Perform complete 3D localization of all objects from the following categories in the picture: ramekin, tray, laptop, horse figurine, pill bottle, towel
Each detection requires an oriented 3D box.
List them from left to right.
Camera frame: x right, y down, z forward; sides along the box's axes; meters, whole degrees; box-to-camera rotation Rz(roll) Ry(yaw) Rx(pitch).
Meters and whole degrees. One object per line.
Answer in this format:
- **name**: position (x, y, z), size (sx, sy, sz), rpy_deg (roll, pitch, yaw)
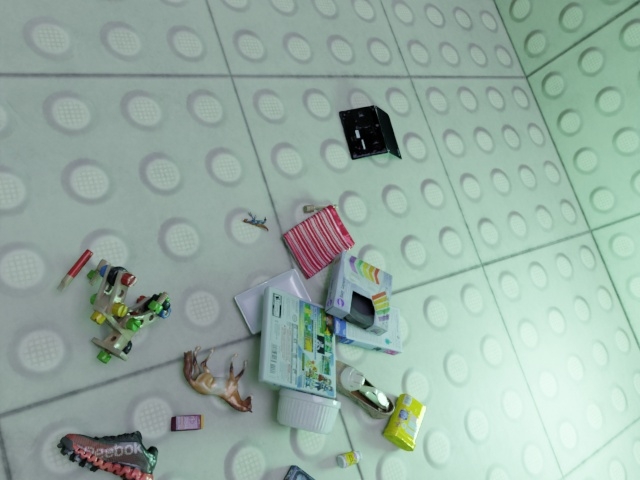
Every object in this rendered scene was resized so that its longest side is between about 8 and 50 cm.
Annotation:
- **horse figurine**: position (-0.325, 0.431, 1.696), size (0.263, 0.066, 0.174), rpy_deg (24, 55, -26)
- **tray**: position (-0.167, 0.212, 1.901), size (0.270, 0.030, 0.145), rpy_deg (-24, 85, -36)
- **ramekin**: position (-0.044, 0.555, 1.746), size (0.207, 0.207, 0.109), rpy_deg (21, 70, -24)
- **towel**: position (0.000, 0.000, 2.074), size (0.275, 0.031, 0.198), rpy_deg (-35, 98, -36)
- **pill bottle**: position (0.102, 0.751, 1.857), size (0.083, 0.043, 0.043), rpy_deg (-5, 75, -34)
- **laptop**: position (0.228, -0.469, 2.423), size (0.264, 0.136, 0.234), rpy_deg (-13, 78, -9)

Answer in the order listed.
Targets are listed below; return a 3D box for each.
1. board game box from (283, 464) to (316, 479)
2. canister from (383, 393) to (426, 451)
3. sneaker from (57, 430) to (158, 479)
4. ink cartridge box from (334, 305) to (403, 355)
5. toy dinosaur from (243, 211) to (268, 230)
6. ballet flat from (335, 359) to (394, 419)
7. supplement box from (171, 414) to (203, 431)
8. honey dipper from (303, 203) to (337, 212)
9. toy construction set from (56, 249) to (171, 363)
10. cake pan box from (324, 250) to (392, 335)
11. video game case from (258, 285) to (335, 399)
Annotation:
- **board game box**: position (-0.083, 0.863, 1.698), size (0.165, 0.042, 0.243), rpy_deg (42, 55, -12)
- **canister**: position (0.318, 0.674, 2.007), size (0.126, 0.073, 0.170), rpy_deg (40, 54, -14)
- **sneaker**: position (-0.564, 0.570, 1.470), size (0.276, 0.098, 0.135), rpy_deg (33, 58, -21)
- **ink cartridge box**: position (0.170, 0.314, 2.045), size (0.311, 0.065, 0.185), rpy_deg (20, 53, -28)
- **toy dinosaur**: position (-0.236, -0.065, 1.958), size (0.082, 0.047, 0.090), rpy_deg (-19, 93, -18)
- **ballet flat**: position (0.146, 0.524, 1.933), size (0.316, 0.106, 0.107), rpy_deg (39, 56, -14)
- **supplement box**: position (-0.398, 0.545, 1.612), size (0.083, 0.055, 0.043), rpy_deg (8, 67, -31)
- **honey dipper**: position (0.004, -0.132, 2.143), size (0.161, 0.030, 0.030), rpy_deg (-9, 77, -37)
- **toy construction set**: position (-0.607, 0.201, 1.531), size (0.309, 0.257, 0.237), rpy_deg (31, 69, 5)
- **cake pan box**: position (0.148, 0.201, 2.015), size (0.246, 0.070, 0.266), rpy_deg (27, 49, -17)
- **video game case**: position (-0.071, 0.347, 1.830), size (0.300, 0.036, 0.329), rpy_deg (24, 49, -32)
